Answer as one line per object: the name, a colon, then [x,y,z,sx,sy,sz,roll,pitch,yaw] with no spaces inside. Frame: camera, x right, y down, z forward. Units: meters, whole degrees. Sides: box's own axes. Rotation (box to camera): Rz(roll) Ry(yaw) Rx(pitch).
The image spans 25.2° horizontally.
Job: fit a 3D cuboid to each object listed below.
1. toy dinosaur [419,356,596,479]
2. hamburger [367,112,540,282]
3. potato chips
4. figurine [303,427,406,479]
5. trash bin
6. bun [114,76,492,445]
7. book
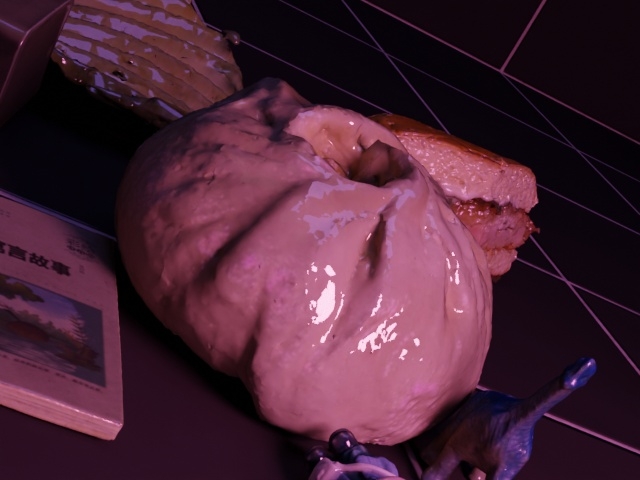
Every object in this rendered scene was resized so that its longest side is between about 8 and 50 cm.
toy dinosaur: [0.163,0.134,1.166,0.075,0.188,0.247,40,16,5]
hamburger: [0.135,-0.056,1.734,0.245,0.155,0.282,27,11,14]
potato chips: [-0.228,-0.209,1.619,0.389,0.097,0.373,30,25,-7]
figurine: [0.039,0.193,1.016,0.079,0.077,0.136,61,-12,-22]
trash bin: [-0.376,-0.217,1.343,0.240,0.122,0.164,28,24,-3]
bun: [0.000,0.000,1.217,0.365,0.219,0.365,32,16,-10]
book: [-0.244,0.033,1.040,0.214,0.025,0.283,22,20,-21]
